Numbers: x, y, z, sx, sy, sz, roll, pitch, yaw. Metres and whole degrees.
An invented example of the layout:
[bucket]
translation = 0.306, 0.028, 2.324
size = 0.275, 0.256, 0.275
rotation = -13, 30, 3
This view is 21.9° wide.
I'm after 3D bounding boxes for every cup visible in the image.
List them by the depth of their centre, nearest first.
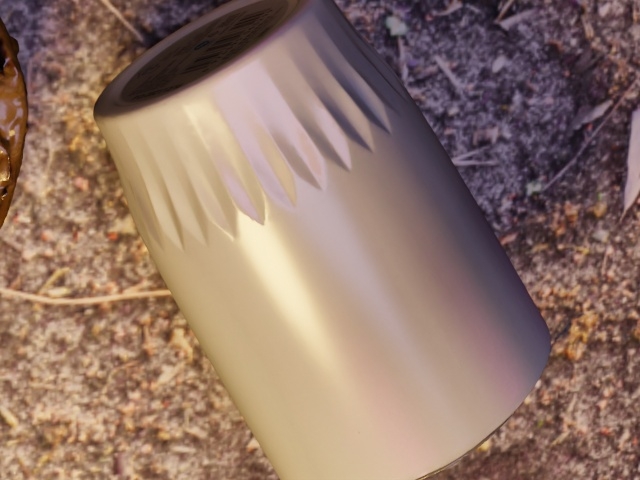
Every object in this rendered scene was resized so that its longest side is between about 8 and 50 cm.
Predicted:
[cup]
translation = 0.000, 0.000, 1.311
size = 0.253, 0.253, 0.371
rotation = -35, 110, -13

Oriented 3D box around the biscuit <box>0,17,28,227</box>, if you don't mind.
[biscuit]
translation = -0.352, -0.088, 1.212
size = 0.296, 0.075, 0.296
rotation = -2, 102, -8
